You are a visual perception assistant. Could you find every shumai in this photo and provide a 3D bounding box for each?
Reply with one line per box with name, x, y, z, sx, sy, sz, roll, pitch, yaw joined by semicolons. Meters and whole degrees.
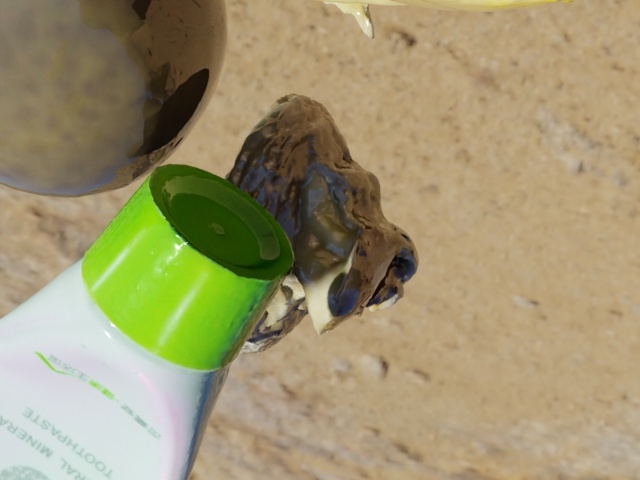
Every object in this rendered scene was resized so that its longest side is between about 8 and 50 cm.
shumai;0.000;0.000;1.034;0.153;0.209;0.161;16;-177;30

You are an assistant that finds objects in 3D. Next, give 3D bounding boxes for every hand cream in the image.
hand cream;-0.105;0.089;0.445;0.079;0.275;0.050;49;-152;21

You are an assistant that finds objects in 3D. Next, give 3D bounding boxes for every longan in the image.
longan;-0.200;-0.157;1.011;0.258;0.258;0.258;15;160;6

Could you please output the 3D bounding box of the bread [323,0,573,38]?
bread;0.124;-0.242;0.654;0.250;0.361;0.394;36;-177;-20
